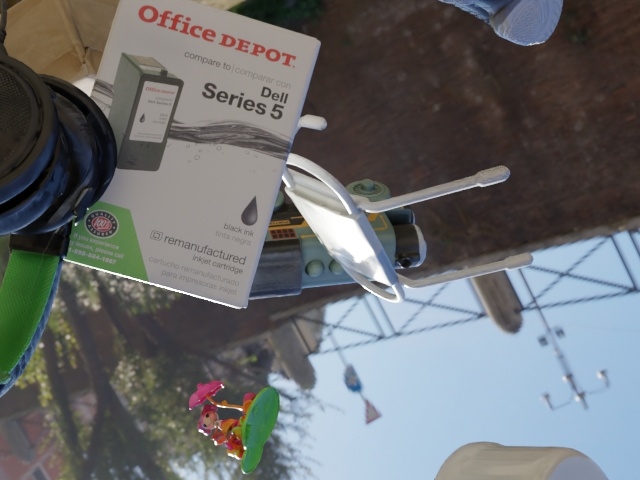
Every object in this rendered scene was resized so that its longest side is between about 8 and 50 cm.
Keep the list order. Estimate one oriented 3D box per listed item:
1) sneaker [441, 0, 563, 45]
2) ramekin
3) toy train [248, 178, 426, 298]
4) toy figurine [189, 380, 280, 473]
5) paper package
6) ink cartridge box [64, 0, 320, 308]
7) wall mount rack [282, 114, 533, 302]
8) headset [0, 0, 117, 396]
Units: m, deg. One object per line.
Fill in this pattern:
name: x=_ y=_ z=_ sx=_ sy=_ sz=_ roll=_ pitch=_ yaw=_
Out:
sneaker: x=0.184 y=-0.328 z=1.125 sx=0.269 sy=0.101 sz=0.153 roll=11 pitch=-162 yaw=-45
ramekin: x=0.251 y=0.370 z=1.056 sx=0.135 sy=0.277 sz=0.277 roll=-18 pitch=-167 yaw=41
toy train: x=0.000 y=0.000 z=1.422 sx=0.334 sy=0.142 sz=0.190 roll=-4 pitch=-148 yaw=-13
toy figurine: x=-0.184 y=0.343 z=1.757 sx=0.159 sy=0.173 sz=0.130 roll=15 pitch=-175 yaw=25
paper package: x=-0.444 y=-0.274 z=1.546 sx=0.325 sy=0.168 sz=0.309 roll=-23 pitch=174 yaw=24
ink cartridge box: x=-0.133 y=-0.090 z=0.897 sx=0.198 sy=0.272 sz=0.115 roll=16 pitch=176 yaw=-6
wall mount rack: x=0.098 y=-0.032 z=1.173 sx=0.304 sy=0.350 sz=0.130 roll=24 pitch=-108 yaw=32
headset: x=-0.216 y=-0.069 z=0.694 sx=0.185 sy=0.394 sz=0.243 roll=8 pitch=-178 yaw=1
